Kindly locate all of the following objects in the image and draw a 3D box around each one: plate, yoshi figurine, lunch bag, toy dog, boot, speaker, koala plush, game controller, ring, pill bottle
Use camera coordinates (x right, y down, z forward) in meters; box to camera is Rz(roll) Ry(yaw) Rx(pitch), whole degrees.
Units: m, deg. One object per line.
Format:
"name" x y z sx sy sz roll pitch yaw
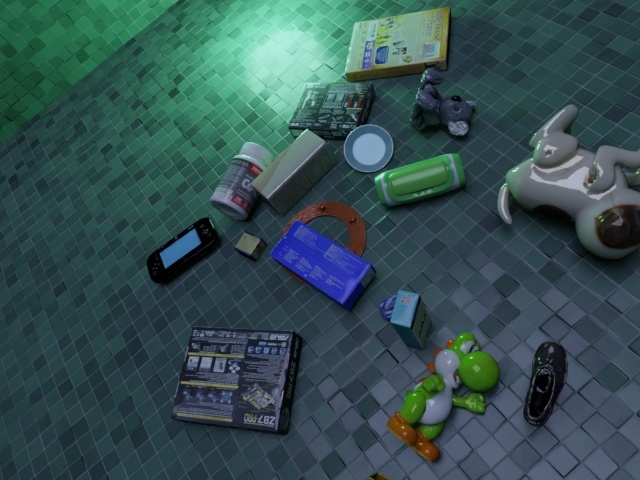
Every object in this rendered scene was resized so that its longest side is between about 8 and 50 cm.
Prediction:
"plate" 0.184 -0.349 1.931 0.188 0.024 0.188 -1 82 9
"yoshi figurine" 0.360 0.424 1.392 0.203 0.203 0.362 33 76 16
"lunch bag" 0.234 0.214 1.614 0.099 0.065 0.067 -33 57 2
"toy dog" 0.764 -0.131 1.465 0.396 0.284 0.407 -37 58 0
"boot" 0.583 0.358 1.302 0.091 0.229 0.262 12 69 27
"speaker" 0.346 -0.209 1.760 0.297 0.131 0.131 -14 59 14
"koala plush" 0.453 -0.480 1.854 0.222 0.203 0.196 17 57 6
"game controller" -0.552 0.037 2.017 0.319 0.067 0.166 -35 57 0
"ring" 0.000 0.000 1.840 0.337 0.032 0.336 -9 60 16
"pill bottle" -0.305 -0.237 2.008 0.161 0.161 0.283 16 71 28

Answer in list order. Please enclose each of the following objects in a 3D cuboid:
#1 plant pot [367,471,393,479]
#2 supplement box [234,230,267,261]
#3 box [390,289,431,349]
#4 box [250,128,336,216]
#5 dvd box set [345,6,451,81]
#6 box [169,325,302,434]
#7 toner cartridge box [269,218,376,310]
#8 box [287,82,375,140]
"plant pot" 0.166 0.697 1.380 0.082 0.081 0.083 16 82 28
"supplement box" -0.264 0.022 1.917 0.083 0.056 0.083 23 74 30
"box" 0.268 0.238 1.480 0.060 0.244 0.100 10 68 25
"box" -0.100 -0.260 1.951 0.311 0.148 0.121 -45 56 -7
"dvd box set" 0.329 -0.825 2.131 0.421 0.062 0.307 -1 63 21
"box" -0.276 0.452 1.672 0.395 0.097 0.318 -2 61 20
"toner cartridge box" 0.004 0.078 1.735 0.348 0.075 0.165 32 78 31
"box" 0.045 -0.534 2.079 0.308 0.076 0.242 7 67 24
